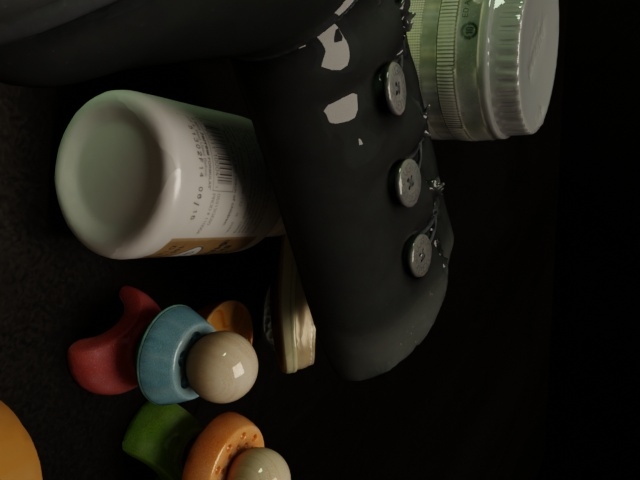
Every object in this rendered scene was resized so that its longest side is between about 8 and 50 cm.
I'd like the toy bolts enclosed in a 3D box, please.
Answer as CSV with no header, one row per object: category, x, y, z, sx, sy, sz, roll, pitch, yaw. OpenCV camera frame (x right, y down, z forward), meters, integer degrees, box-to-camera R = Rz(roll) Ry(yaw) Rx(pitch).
toy bolts,-0.094,0.131,0.653,0.218,0.159,0.228,-61,145,-34

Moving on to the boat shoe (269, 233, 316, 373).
boat shoe,0.000,0.000,0.776,0.109,0.098,0.302,113,-18,-66

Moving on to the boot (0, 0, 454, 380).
boot,-0.023,-0.055,0.511,0.367,0.146,0.445,-48,141,-34

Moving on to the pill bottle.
pill bottle,-0.105,-0.052,0.617,0.229,0.131,0.131,-3,99,-61

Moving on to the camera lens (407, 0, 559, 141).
camera lens,0.133,-0.236,0.850,0.219,0.274,0.219,-22,116,-57

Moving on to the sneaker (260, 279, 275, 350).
sneaker,0.011,0.061,0.900,0.163,0.086,0.226,49,54,-51

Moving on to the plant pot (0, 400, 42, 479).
plant pot,-0.256,0.156,0.355,0.188,0.205,0.205,2,95,-77
